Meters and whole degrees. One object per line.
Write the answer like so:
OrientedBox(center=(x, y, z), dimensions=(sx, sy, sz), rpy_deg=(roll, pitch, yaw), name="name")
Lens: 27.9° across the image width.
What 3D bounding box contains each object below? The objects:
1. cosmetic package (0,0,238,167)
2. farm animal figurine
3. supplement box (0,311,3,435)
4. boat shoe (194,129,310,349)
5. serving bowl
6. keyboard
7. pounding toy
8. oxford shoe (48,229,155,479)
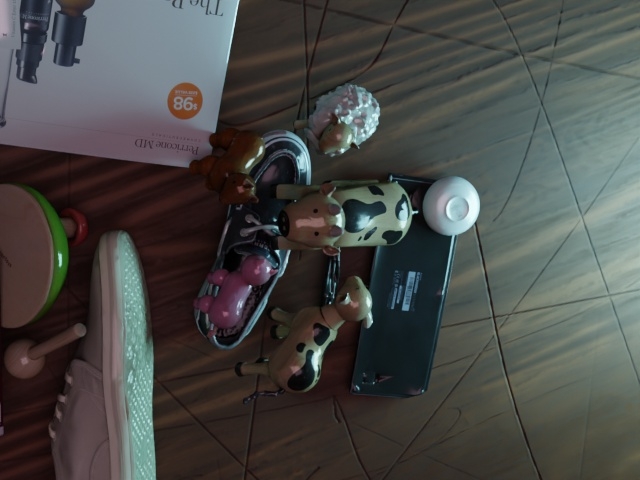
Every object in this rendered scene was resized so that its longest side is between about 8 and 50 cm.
OrientedBox(center=(-0.295, -0.249, 1.531), dimensions=(0.377, 0.097, 0.284), rpy_deg=(6, 104, -26), name="cosmetic package")
OrientedBox(center=(0.000, 0.000, 1.599), dimensions=(0.327, 0.172, 0.330), rpy_deg=(-28, 111, -39), name="farm animal figurine")
OrientedBox(center=(-0.468, 0.127, 1.628), dimensions=(0.073, 0.130, 0.239), rpy_deg=(-10, 105, -49), name="supplement box")
OrientedBox(center=(-0.087, 0.001, 1.705), dimensions=(0.108, 0.102, 0.301), rpy_deg=(23, 96, -15), name="boat shoe")
OrientedBox(center=(0.184, -0.045, 1.771), dimensions=(0.083, 0.027, 0.083), rpy_deg=(-4, 104, -18), name="serving bowl")
OrientedBox(center=(0.082, 0.063, 1.792), dimensions=(0.202, 0.033, 0.317), rpy_deg=(7, 98, -20), name="keyboard")
OrientedBox(center=(-0.350, 0.041, 1.644), dimensions=(0.110, 0.183, 0.237), rpy_deg=(-4, 68, -50), name="pounding toy")
OrientedBox(center=(-0.289, 0.209, 1.682), dimensions=(0.130, 0.169, 0.449), rpy_deg=(3, 102, 8), name="oxford shoe")
